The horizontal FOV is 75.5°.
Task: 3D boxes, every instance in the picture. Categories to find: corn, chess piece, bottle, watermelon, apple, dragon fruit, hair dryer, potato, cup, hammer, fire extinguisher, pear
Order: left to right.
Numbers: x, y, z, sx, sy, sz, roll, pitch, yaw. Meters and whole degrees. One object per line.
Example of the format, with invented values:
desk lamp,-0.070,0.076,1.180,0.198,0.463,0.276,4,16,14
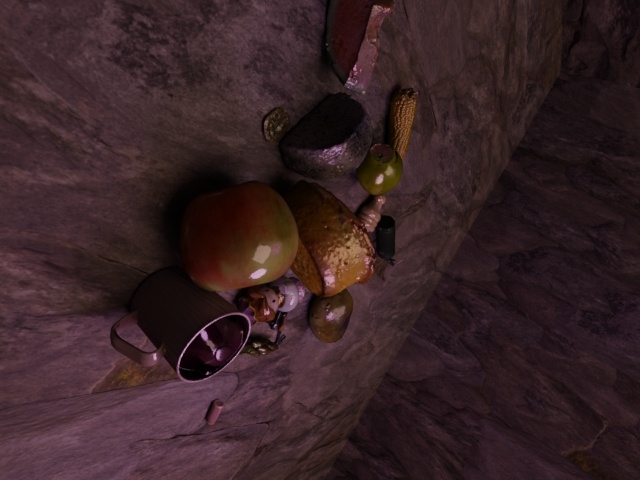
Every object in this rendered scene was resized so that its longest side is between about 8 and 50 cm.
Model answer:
cup,-0.378,0.238,1.110,0.288,0.273,0.208,-41,146,-26
bottle,-0.427,0.693,1.666,0.045,0.045,0.096,4,114,-56
apple,-0.219,-0.014,1.095,0.319,0.320,0.276,-11,91,-51
hair dryer,-0.200,0.323,1.686,0.083,0.031,0.078,29,82,-51
hammer,-0.166,0.377,1.772,0.078,0.021,0.200,-24,140,-45
potato,0.047,0.350,1.917,0.210,0.173,0.307,-30,137,-42
dragon fruit,0.049,-0.296,1.307,0.283,0.221,0.203,-50,143,-18
watermelon,0.100,-0.579,1.144,0.148,0.226,0.317,-1,106,-25
chess piece,0.195,-0.076,1.824,0.139,0.124,0.307,32,85,-27
pear,0.232,-0.269,1.636,0.187,0.188,0.219,-40,158,-28
fire extinguisher,0.335,0.012,2.092,0.095,0.115,0.311,-47,149,-27
corn,0.320,-0.461,1.663,0.106,0.106,0.304,-37,147,-32

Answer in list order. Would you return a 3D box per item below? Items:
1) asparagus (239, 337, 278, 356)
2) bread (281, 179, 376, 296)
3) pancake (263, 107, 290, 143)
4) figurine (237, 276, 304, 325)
asparagus,-0.266,0.419,1.627,0.287,0.080,0.080,16,103,-50
bread,0.000,0.000,1.328,0.215,0.398,0.397,-34,143,-19
pancake,-0.128,-0.335,1.209,0.108,0.017,0.107,-40,147,-33
figurine,-0.184,0.217,1.503,0.264,0.142,0.189,-19,155,-46
